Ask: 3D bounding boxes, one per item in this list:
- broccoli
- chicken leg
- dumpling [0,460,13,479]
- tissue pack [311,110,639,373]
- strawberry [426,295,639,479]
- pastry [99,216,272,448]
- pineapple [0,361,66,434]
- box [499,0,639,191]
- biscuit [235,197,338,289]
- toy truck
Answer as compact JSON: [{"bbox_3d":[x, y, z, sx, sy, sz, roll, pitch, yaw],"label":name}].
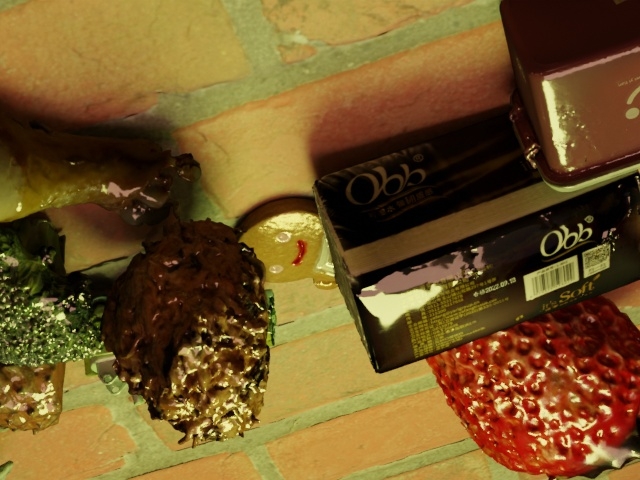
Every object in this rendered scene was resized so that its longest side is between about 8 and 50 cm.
[{"bbox_3d":[-0.350,0.061,1.454,0.226,0.176,0.198,-4,172,-37],"label":"broccoli"},{"bbox_3d":[-0.333,-0.067,1.323,0.429,0.201,0.152,0,-178,-32],"label":"chicken leg"},{"bbox_3d":[-0.621,0.388,1.735,0.320,0.212,0.270,22,132,-23],"label":"dumpling"},{"bbox_3d":[0.198,-0.009,1.498,0.370,0.198,0.210,-18,134,-4],"label":"tissue pack"},{"bbox_3d":[0.311,0.172,1.752,0.291,0.292,0.310,-26,96,13],"label":"strawberry"},{"bbox_3d":[-0.155,0.109,1.416,0.193,0.275,0.275,2,139,-8],"label":"pastry"},{"bbox_3d":[-0.460,0.158,1.579,0.278,0.158,0.158,9,137,-10],"label":"pineapple"},{"bbox_3d":[0.340,-0.204,1.354,0.294,0.193,0.167,-20,133,7],"label":"box"},{"bbox_3d":[0.000,0.002,1.605,0.248,0.035,0.184,0,139,-17],"label":"biscuit"},{"bbox_3d":[-0.180,0.134,1.608,0.259,0.135,0.128,-12,154,-5],"label":"toy truck"}]
